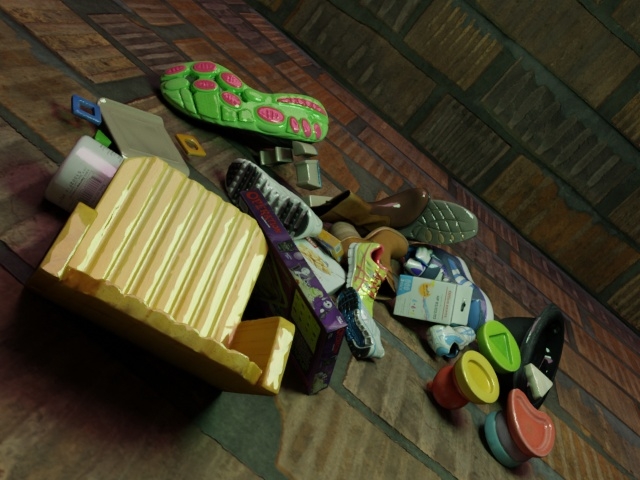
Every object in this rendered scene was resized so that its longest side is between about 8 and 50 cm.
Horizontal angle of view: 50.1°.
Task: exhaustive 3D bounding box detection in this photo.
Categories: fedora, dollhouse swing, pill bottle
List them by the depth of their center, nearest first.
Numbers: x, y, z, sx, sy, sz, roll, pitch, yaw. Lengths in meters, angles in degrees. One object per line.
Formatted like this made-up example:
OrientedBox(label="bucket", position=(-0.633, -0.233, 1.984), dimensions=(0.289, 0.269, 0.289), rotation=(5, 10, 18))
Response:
OrientedBox(label="dollhouse swing", position=(-0.196, 0.018, 1.028), dimensions=(0.346, 0.315, 0.305), rotation=(33, 67, -18))
OrientedBox(label="pill bottle", position=(-0.350, -0.069, 1.206), dimensions=(0.229, 0.131, 0.131), rotation=(33, 23, -17))
OrientedBox(label="fedora", position=(0.540, 0.309, 1.861), dimensions=(0.152, 0.334, 0.334), rotation=(12, 3, 35))

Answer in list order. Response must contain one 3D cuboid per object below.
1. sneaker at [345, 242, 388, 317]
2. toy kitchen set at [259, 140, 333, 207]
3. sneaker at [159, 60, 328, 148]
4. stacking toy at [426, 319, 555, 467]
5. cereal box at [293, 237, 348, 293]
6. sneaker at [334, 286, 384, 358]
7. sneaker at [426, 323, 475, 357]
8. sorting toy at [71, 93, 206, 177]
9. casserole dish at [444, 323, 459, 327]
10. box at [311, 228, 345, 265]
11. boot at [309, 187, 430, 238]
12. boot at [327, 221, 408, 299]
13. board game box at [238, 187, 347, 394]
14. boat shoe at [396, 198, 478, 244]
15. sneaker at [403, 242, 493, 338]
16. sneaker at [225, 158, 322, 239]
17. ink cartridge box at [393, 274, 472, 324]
OrientedBox(label="sneaker", position=(0.116, 0.092, 1.628), dimensions=(0.081, 0.094, 0.209), rotation=(41, 43, -56))
OrientedBox(label="toy kitchen set", position=(-0.069, -0.161, 1.930), dimensions=(0.122, 0.166, 0.207), rotation=(1, 81, -57))
OrientedBox(label="sneaker", position=(-0.221, -0.346, 1.920), dimensions=(0.482, 0.202, 0.185), rotation=(17, 64, -19))
OrientedBox(label="stacking toy", position=(0.404, 0.358, 1.607), dimensions=(0.309, 0.130, 0.279), rotation=(48, 37, -7))
OrientedBox(label="cereal box", position=(-0.038, 0.063, 1.572), dimensions=(0.173, 0.047, 0.240), rotation=(45, 22, 9))
OrientedBox(label="sneaker", position=(0.091, 0.190, 1.536), dimensions=(0.083, 0.071, 0.191), rotation=(29, 33, -42))
OrientedBox(label="sneaker", position=(0.344, 0.265, 1.791), dimensions=(0.237, 0.085, 0.086), rotation=(12, 63, -57))
OrientedBox(label="sorting toy", position=(-0.398, -0.216, 1.522), dimensions=(0.347, 0.047, 0.196), rotation=(12, 40, -49))
OrientedBox(label="casserole dish", position=(0.312, 0.184, 1.845), dimensions=(0.114, 0.037, 0.188), rotation=(29, -12, 42))
OrientedBox(label="box", position=(0.000, 0.000, 1.692), dimensions=(0.136, 0.028, 0.081), rotation=(33, -23, 32))
OrientedBox(label="boot", position=(0.136, -0.101, 1.852), dimensions=(0.280, 0.264, 0.096), rotation=(24, 51, -55))
OrientedBox(label="boot", position=(0.164, 0.060, 1.821), dimensions=(0.283, 0.109, 0.220), rotation=(19, 32, -42))
OrientedBox(label="board game box", position=(-0.069, 0.091, 1.279), dimensions=(0.056, 0.208, 0.347), rotation=(-14, 53, -29))
OrientedBox(label="boat shoe", position=(0.293, -0.058, 2.025), dimensions=(0.355, 0.133, 0.130), rotation=(5, 5, 22))
OrientedBox(label="sneaker", position=(0.340, 0.136, 1.973), dimensions=(0.236, 0.130, 0.323), rotation=(17, 35, -27))
OrientedBox(label="sneaker", position=(-0.115, -0.094, 1.646), dimensions=(0.292, 0.110, 0.118), rotation=(40, 13, 25))
OrientedBox(label="ink cartridge box", position=(0.286, 0.152, 1.736), dimensions=(0.181, 0.104, 0.061), rotation=(9, 0, 17))
